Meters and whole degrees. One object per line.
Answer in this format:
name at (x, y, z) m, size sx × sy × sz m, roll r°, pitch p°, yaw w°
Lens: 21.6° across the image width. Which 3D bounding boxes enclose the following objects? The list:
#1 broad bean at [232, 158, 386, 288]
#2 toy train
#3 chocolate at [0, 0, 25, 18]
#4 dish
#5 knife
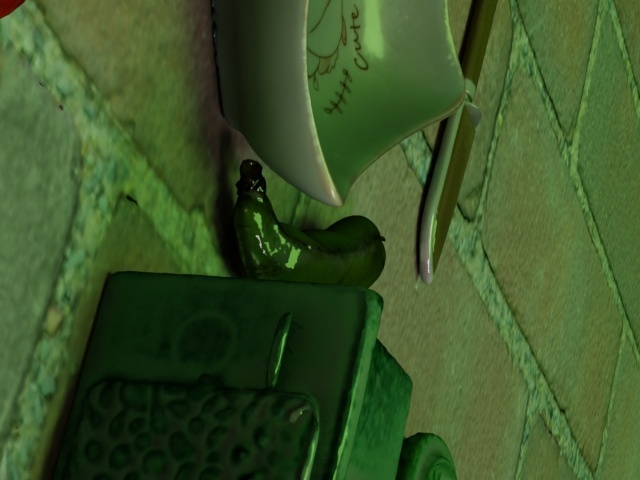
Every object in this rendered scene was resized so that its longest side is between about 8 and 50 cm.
broad bean at (-0.002, 0.007, 0.917) m, size 0.195 × 0.046 × 0.061 m, roll 29°, pitch 70°, yaw -64°
toy train at (-0.027, 0.159, 0.754) m, size 0.202 × 0.145 × 0.266 m, roll 50°, pitch 48°, yaw -56°
chocolate at (-0.196, -0.147, 0.209) m, size 0.360 × 0.161 × 0.341 m, roll -35°, pitch 129°, yaw -55°
dish at (0.010, -0.118, 0.880) m, size 0.212 × 0.077 × 0.151 m, roll -41°, pitch 133°, yaw -60°
knife at (0.104, -0.086, 1.192) m, size 0.046 × 0.022 × 0.256 m, roll 64°, pitch 37°, yaw -58°
